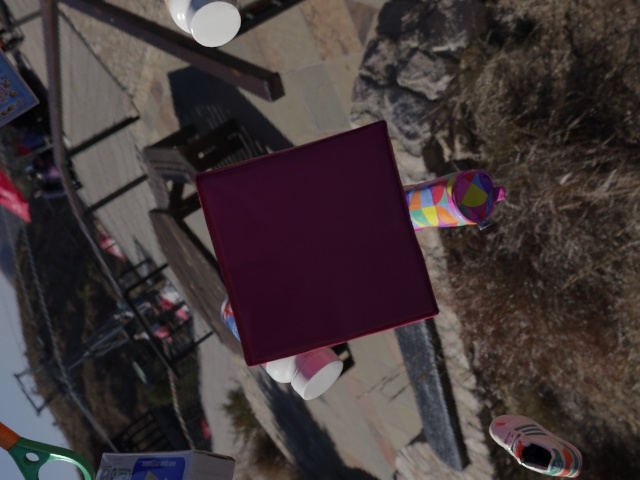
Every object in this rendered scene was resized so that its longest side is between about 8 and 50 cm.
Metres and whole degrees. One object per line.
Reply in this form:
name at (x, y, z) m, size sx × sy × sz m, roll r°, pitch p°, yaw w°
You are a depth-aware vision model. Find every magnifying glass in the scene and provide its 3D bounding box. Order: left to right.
magnifying glass at (-0.440, 0.320, 1.014) m, size 0.231 × 0.092 × 0.026 m, roll 43°, pitch -170°, yaw -14°

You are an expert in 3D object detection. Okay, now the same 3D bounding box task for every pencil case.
pencil case at (0.220, -0.068, 1.224) m, size 0.104 × 0.104 × 0.236 m, roll 59°, pitch 158°, yaw -12°

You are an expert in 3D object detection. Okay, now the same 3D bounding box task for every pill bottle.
pill bottle at (-0.275, -0.553, 1.492) m, size 0.152 × 0.152 × 0.272 m, roll 89°, pitch 157°, yaw -54°
pill bottle at (-0.066, 0.168, 1.182) m, size 0.221 × 0.124 × 0.124 m, roll 42°, pitch 154°, yaw 30°

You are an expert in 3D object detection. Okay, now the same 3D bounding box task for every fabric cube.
fabric cube at (0.000, 0.000, 0.946) m, size 0.258 × 0.254 × 0.259 m, roll -20°, pitch -85°, yaw -86°

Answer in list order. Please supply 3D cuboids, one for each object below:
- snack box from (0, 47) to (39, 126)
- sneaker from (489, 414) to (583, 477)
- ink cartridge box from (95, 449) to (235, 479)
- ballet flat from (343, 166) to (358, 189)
snack box at (-0.376, -0.204, 0.704) m, size 0.178 × 0.064 × 0.022 m, roll 59°, pitch 164°, yaw -22°
sneaker at (0.306, 0.302, 1.011) m, size 0.161 × 0.075 × 0.057 m, roll 20°, pitch 95°, yaw 54°
ink cartridge box at (-0.215, 0.392, 0.745) m, size 0.072 × 0.307 × 0.303 m, roll 23°, pitch 153°, yaw -29°
ballet flat at (-0.004, -0.087, 0.941) m, size 0.077 × 0.077 × 0.231 m, roll 27°, pitch 177°, yaw -9°
